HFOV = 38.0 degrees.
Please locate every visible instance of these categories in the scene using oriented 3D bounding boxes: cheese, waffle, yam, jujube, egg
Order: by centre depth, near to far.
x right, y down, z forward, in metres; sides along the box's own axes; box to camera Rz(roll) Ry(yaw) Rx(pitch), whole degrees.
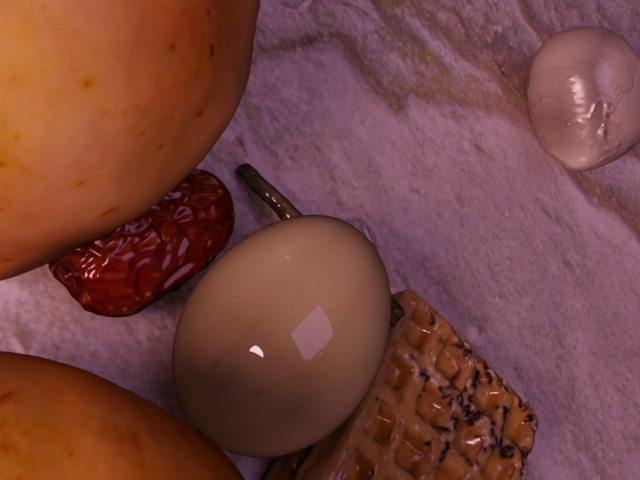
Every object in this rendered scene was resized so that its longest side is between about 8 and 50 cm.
[{"bbox_3d":[-0.157,-0.004,0.835,0.176,0.109,0.112,-32,115,-39],"label":"jujube"},{"bbox_3d":[-0.031,0.084,0.859,0.186,0.186,0.241,43,70,-24],"label":"egg"},{"bbox_3d":[0.069,0.261,0.955,0.261,0.114,0.376,43,54,-20],"label":"waffle"},{"bbox_3d":[-0.001,0.001,0.962,0.029,0.027,0.234,-44,80,-9],"label":"yam"},{"bbox_3d":[0.372,-0.205,1.303,0.198,0.154,0.189,-34,118,-45],"label":"cheese"}]

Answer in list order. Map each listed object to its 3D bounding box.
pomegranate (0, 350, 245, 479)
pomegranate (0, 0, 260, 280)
[{"bbox_3d":[-0.219,0.255,0.522,0.417,0.417,0.416,12,71,-38],"label":"pomegranate"},{"bbox_3d":[-0.231,-0.178,0.644,0.412,0.412,0.411,12,71,-38],"label":"pomegranate"}]
